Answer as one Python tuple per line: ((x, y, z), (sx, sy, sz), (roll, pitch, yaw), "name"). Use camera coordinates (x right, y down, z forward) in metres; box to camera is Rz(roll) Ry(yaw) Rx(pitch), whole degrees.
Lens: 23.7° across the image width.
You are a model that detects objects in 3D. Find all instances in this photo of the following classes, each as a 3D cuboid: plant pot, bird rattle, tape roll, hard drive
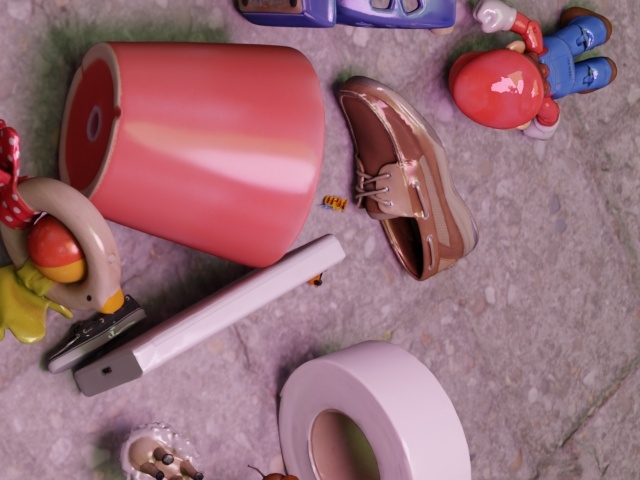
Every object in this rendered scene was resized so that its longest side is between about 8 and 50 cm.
((-0.161, -0.116, 1.795), (0.243, 0.275, 0.274), (9, 91, -29), "plant pot")
((0.019, -0.376, 1.906), (0.212, 0.236, 0.235), (-11, 104, -29), "plant pot")
((-0.309, -0.009, 1.732), (0.143, 0.207, 0.253), (-33, 127, -49), "bird rattle")
((0.066, 0.276, 2.004), (0.100, 0.286, 0.286), (-18, 107, -34), "tape roll")
((-0.136, 0.092, 1.870), (0.308, 0.203, 0.040), (-30, 93, -31), "hard drive")

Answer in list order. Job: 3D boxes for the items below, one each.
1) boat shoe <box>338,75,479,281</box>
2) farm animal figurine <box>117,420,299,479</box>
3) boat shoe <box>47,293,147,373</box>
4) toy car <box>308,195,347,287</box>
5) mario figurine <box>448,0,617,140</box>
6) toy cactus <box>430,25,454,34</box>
((0.108, -0.077, 2.086), (0.116, 0.123, 0.324), (-44, 119, -22), "boat shoe")
((-0.163, 0.416, 1.933), (0.327, 0.172, 0.330), (25, 89, -25), "farm animal figurine")
((-0.278, 0.115, 1.866), (0.142, 0.049, 0.040), (-32, 82, -28), "boat shoe")
((0.000, 0.000, 2.077), (0.041, 0.060, 0.122), (16, 64, 4), "toy car")
((0.289, -0.251, 2.224), (0.321, 0.170, 0.198), (-22, 74, -44), "mario figurine")
((0.169, -0.374, 2.108), (0.219, 0.112, 0.180), (-35, 126, -38), "toy cactus")
